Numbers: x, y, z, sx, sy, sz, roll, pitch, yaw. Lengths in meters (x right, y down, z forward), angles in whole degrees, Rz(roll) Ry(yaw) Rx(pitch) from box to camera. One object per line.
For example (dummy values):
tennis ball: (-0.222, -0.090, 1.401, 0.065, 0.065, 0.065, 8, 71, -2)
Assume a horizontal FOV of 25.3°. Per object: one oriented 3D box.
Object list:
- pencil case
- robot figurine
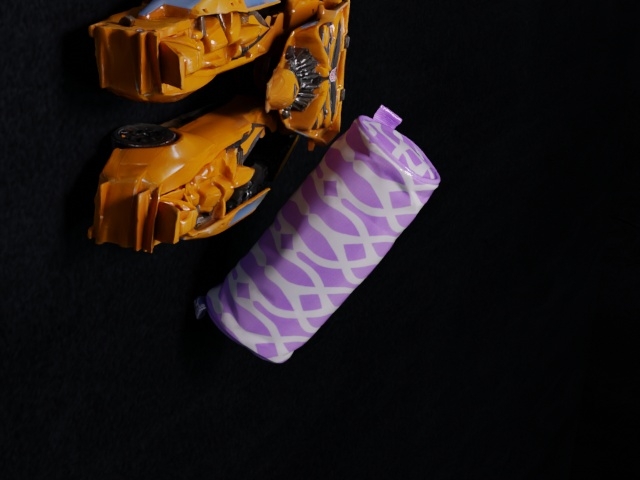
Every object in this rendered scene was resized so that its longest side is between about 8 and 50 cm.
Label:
pencil case: (0.000, 0.000, 1.074, 0.206, 0.086, 0.088, -47, -157, 17)
robot figurine: (-0.059, -0.102, 0.988, 0.291, 0.085, 0.211, -36, 135, -58)
